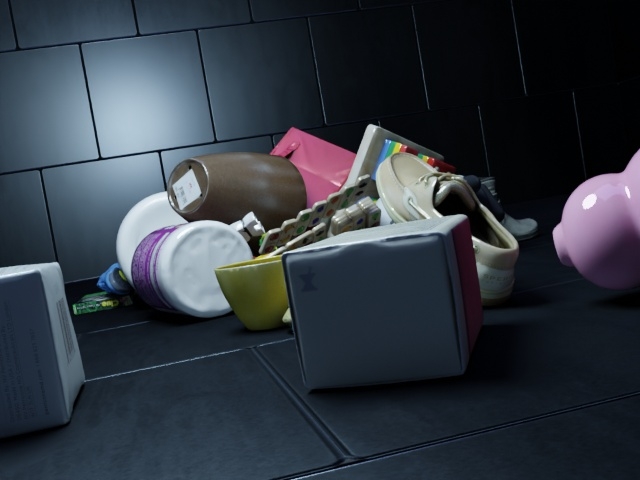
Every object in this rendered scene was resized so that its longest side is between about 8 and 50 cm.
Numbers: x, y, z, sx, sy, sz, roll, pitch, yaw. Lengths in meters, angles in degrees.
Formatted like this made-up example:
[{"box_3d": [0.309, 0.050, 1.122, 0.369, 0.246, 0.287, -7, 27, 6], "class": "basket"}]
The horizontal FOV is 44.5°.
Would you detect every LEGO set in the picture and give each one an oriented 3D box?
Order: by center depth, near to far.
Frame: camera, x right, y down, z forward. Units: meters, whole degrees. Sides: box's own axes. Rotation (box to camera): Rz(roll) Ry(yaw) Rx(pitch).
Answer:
[{"box_3d": [-0.123, 0.049, 1.506, 0.093, 0.087, 0.227, -24, -32, 4], "class": "LEGO set"}]

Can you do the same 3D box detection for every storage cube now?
[{"box_3d": [-0.020, -0.100, 1.732, 0.193, 0.215, 0.183, 26, 64, 25], "class": "storage cube"}]

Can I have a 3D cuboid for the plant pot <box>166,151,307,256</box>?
[{"box_3d": [-0.180, -0.084, 1.525, 0.215, 0.215, 0.230, -8, -11, 35], "class": "plant pot"}]

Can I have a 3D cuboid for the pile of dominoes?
[{"box_3d": [0.000, 0.000, 1.431, 0.251, 0.040, 0.196, -31, -27, -17], "class": "pile of dominoes"}]

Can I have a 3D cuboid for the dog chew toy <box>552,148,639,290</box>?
[{"box_3d": [0.415, -0.036, 0.823, 0.332, 0.206, 0.206, -18, -1, 22], "class": "dog chew toy"}]

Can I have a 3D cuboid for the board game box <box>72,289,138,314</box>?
[{"box_3d": [-0.526, 0.146, 1.932, 0.136, 0.030, 0.260, -12, 3, -9], "class": "board game box"}]

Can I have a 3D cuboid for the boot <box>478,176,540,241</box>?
[{"box_3d": [0.403, -0.071, 1.776, 0.246, 0.161, 0.083, -12, 4, -37], "class": "boot"}]

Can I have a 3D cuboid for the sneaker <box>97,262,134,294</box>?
[{"box_3d": [-0.491, 0.104, 1.855, 0.082, 0.069, 0.209, -36, 12, -3], "class": "sneaker"}]

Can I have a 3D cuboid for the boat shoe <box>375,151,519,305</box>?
[{"box_3d": [0.170, -0.044, 1.052, 0.109, 0.098, 0.302, -8, 41, -21], "class": "boat shoe"}]

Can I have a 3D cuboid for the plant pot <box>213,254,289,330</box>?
[{"box_3d": [-0.078, 0.076, 1.120, 0.134, 0.095, 0.134, -10, 2, 0], "class": "plant pot"}]

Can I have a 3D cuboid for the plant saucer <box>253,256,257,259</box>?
[{"box_3d": [-0.103, -0.012, 1.900, 0.258, 0.047, 0.259, -9, 42, 42], "class": "plant saucer"}]

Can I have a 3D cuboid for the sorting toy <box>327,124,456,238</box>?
[{"box_3d": [0.168, -0.087, 1.684, 0.089, 0.255, 0.257, 26, 8, 42], "class": "sorting toy"}]

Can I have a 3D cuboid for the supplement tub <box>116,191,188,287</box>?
[{"box_3d": [-0.342, 0.014, 1.787, 0.241, 0.241, 0.331, -10, 3, -14], "class": "supplement tub"}]

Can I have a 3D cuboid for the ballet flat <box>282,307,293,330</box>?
[{"box_3d": [0.100, 0.038, 1.098, 0.349, 0.123, 0.123, -11, 3, -22], "class": "ballet flat"}]

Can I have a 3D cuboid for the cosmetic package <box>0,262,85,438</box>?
[{"box_3d": [-0.448, 0.128, 0.768, 0.385, 0.156, 0.217, -11, 3, -12], "class": "cosmetic package"}]

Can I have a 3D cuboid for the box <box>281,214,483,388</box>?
[{"box_3d": [0.073, 0.052, 0.774, 0.149, 0.126, 0.232, -8, 3, 17], "class": "box"}]

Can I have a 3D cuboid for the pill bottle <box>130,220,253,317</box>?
[{"box_3d": [-0.251, 0.052, 1.435, 0.169, 0.169, 0.301, -11, 3, -28], "class": "pill bottle"}]

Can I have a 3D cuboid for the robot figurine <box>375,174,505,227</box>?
[{"box_3d": [0.233, -0.035, 1.565, 0.278, 0.209, 0.173, -12, 19, -29], "class": "robot figurine"}]
